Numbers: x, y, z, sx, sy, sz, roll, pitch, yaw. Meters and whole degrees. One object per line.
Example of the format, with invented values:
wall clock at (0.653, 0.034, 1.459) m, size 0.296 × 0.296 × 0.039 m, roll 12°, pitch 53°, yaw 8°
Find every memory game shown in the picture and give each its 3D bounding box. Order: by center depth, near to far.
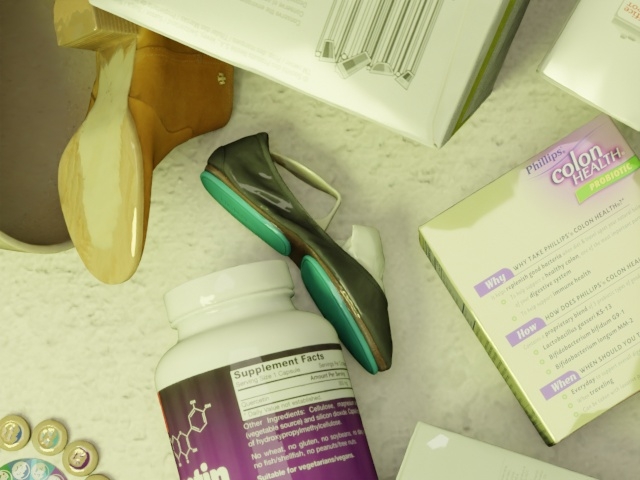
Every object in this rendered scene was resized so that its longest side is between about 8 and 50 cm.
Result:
memory game at (-0.294, 0.266, 1.661) m, size 0.186 × 0.012 × 0.186 m, roll -1°, pitch 81°, yaw 4°

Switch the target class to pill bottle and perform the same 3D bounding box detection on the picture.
pill bottle at (-0.048, 0.190, 1.570) m, size 0.181 × 0.181 × 0.323 m, roll -16°, pitch 80°, yaw 1°

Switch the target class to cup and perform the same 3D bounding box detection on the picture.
cup at (-0.359, -0.148, 1.606) m, size 0.236 × 0.331 × 0.331 m, roll -3°, pitch 80°, yaw 28°

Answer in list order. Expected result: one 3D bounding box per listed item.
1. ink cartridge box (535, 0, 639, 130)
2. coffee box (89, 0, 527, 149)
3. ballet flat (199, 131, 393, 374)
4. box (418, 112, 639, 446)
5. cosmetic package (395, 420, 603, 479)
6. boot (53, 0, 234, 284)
ink cartridge box at (0.336, -0.258, 1.555) m, size 0.117 × 0.207 × 0.283 m, roll 33°, pitch 111°, yaw 10°
coffee box at (0.047, -0.322, 1.520) m, size 0.337 × 0.334 × 0.338 m, roll 24°, pitch 108°, yaw 7°
ballet flat at (0.000, 0.000, 1.645) m, size 0.096 × 0.095 × 0.280 m, roll -39°, pitch 80°, yaw -15°
box at (0.246, 0.040, 1.607) m, size 0.213 × 0.117 × 0.243 m, roll -32°, pitch 81°, yaw -1°
cosmetic package at (0.184, 0.251, 1.573) m, size 0.231 × 0.117 × 0.086 m, roll 19°, pitch 72°, yaw 6°
boot at (-0.154, -0.107, 1.619) m, size 0.104 × 0.211 × 0.295 m, roll -10°, pitch 85°, yaw 34°
